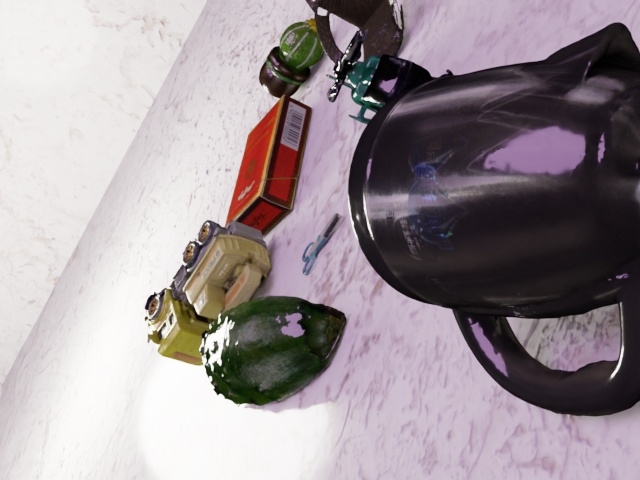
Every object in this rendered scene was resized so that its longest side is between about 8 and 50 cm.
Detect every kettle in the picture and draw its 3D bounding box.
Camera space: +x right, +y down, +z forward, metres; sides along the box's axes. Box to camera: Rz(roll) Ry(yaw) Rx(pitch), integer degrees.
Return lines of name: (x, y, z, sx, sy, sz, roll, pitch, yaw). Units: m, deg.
kettle: (0.200, -0.007, 0.917, 0.324, 0.228, 0.320, -3, 91, 63)

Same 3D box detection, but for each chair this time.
chair: (0.064, -0.381, 1.727, 0.174, 0.149, 0.213, -44, 33, 41)

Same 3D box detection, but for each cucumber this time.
cucumber: (-0.084, 0.156, 1.548, 0.325, 0.105, 0.145, -21, 47, 58)

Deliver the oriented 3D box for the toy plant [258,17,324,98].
toy plant: (-0.049, -0.354, 2.038, 0.162, 0.093, 0.092, -51, 25, 28)

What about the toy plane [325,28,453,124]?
toy plane: (0.084, -0.214, 1.480, 0.381, 0.155, 0.106, -107, 42, -85)

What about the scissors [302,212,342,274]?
scissors: (0.000, 0.000, 1.630, 0.119, 0.014, 0.058, -56, 23, 34)

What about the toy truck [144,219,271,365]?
toy truck: (-0.190, 0.100, 1.840, 0.272, 0.124, 0.157, -52, 34, 24)

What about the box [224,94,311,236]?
box: (-0.095, -0.128, 1.932, 0.153, 0.074, 0.239, -36, 35, 47)
